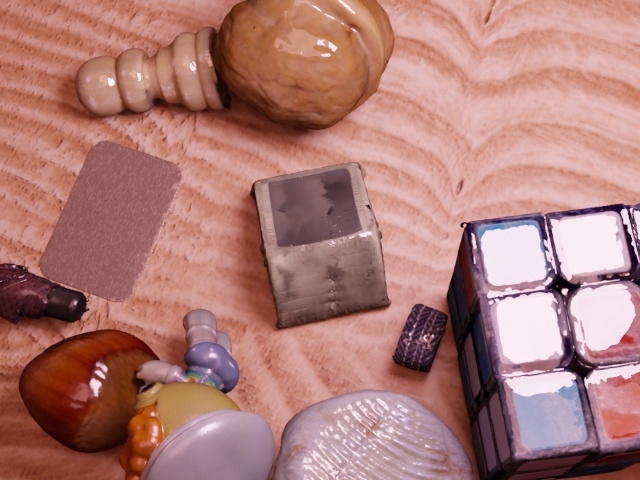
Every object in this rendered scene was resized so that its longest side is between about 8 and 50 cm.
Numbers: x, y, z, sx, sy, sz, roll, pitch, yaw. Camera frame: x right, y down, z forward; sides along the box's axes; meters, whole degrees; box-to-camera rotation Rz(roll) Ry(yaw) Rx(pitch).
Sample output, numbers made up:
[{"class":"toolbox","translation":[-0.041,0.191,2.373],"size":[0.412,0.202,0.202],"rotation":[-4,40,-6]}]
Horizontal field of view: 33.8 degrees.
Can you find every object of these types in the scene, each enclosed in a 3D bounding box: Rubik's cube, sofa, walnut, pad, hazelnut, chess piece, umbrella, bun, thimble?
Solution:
[{"class":"Rubik's cube","translation":[0.387,0.163,1.548],"size":[0.358,0.362,0.363],"rotation":[-5,74,-2]},{"class":"sofa","translation":[0.000,0.000,1.754],"size":[0.210,0.176,0.225],"rotation":[-13,44,-2]},{"class":"walnut","translation":[-0.018,-0.327,1.760],"size":[0.285,0.285,0.296],"rotation":[27,49,10]},{"class":"pad","translation":[-0.359,-0.036,1.816],"size":[0.176,0.002,0.266],"rotation":[19,74,7]},{"class":"hazelnut","translation":[-0.356,0.236,1.651],"size":[0.210,0.210,0.186],"rotation":[-31,97,-7]},{"class":"chess piece","translation":[-0.296,-0.279,1.828],"size":[0.260,0.143,0.143],"rotation":[-9,73,4]},{"class":"umbrella","translation":[-0.540,0.078,1.745],"size":[0.326,0.094,0.090],"rotation":[15,30,8]},{"class":"bun","translation":[0.078,0.390,1.557],"size":[0.354,0.194,0.355],"rotation":[14,53,-19]},{"class":"thimble","translation":[0.161,0.156,1.689],"size":[0.066,0.095,0.104],"rotation":[20,89,10]}]

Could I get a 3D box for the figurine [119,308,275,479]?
[{"class":"figurine","translation":[-0.176,0.238,1.549],"size":[0.205,0.224,0.382],"rotation":[-20,47,14]}]
